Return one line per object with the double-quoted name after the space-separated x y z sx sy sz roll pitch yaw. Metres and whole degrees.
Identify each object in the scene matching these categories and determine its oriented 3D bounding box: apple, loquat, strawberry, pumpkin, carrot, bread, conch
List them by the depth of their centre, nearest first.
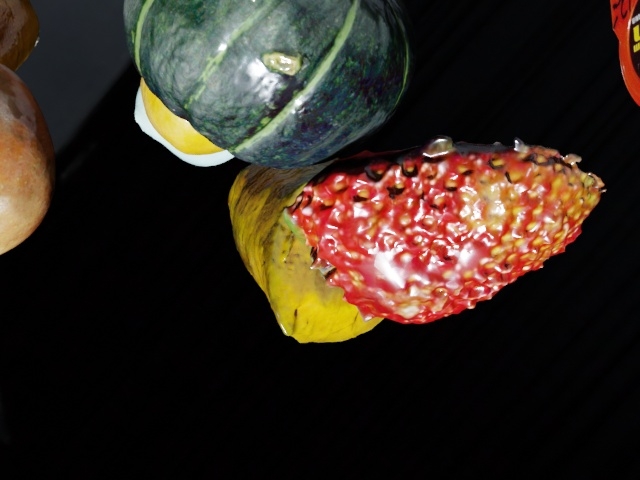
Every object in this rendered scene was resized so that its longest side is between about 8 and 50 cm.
0.126 -0.002 1.213 0.233 0.306 0.138 44 -138 -40 "strawberry"
-0.049 -0.229 1.256 0.323 0.241 0.323 31 -152 -19 "pumpkin"
-0.446 -0.097 1.434 0.253 0.253 0.253 41 -173 -6 "apple"
-0.490 -0.291 1.701 0.136 0.107 0.241 62 -157 -27 "bread"
-0.164 -0.214 1.709 0.176 0.187 0.234 22 -173 10 "loquat"
0.000 0.000 1.778 0.241 0.241 0.341 38 -175 -26 "carrot"
-0.238 -0.227 2.177 0.221 0.185 0.121 22 -145 15 "conch"

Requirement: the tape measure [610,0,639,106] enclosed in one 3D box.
0.517 -0.298 1.700 0.114 0.260 0.253 -2 171 -14 "tape measure"
